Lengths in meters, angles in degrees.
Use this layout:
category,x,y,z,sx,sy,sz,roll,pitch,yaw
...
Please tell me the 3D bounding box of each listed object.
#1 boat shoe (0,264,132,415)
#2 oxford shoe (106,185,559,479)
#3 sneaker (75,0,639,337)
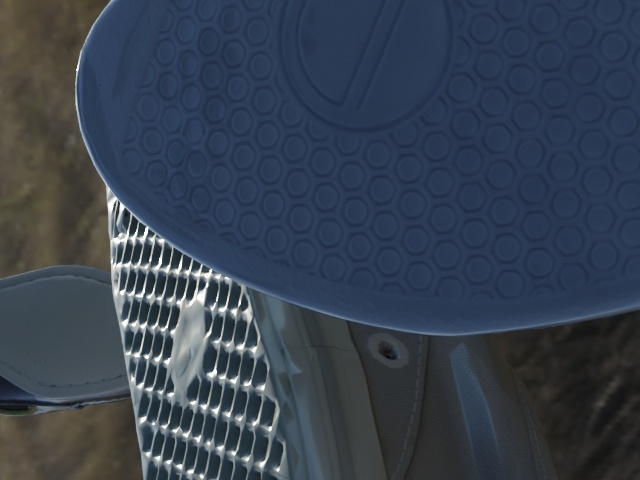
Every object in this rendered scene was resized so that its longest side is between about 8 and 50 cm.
category,x,y,z,sx,sy,sz,roll,pitch,yaw
boat shoe,-0.241,0.094,1.485,0.097,0.324,0.116,47,-132,-51
oxford shoe,0.000,0.000,0.703,0.449,0.130,0.169,-102,32,-41
sneaker,0.095,-0.036,0.436,0.147,0.296,0.104,-7,-86,-68
